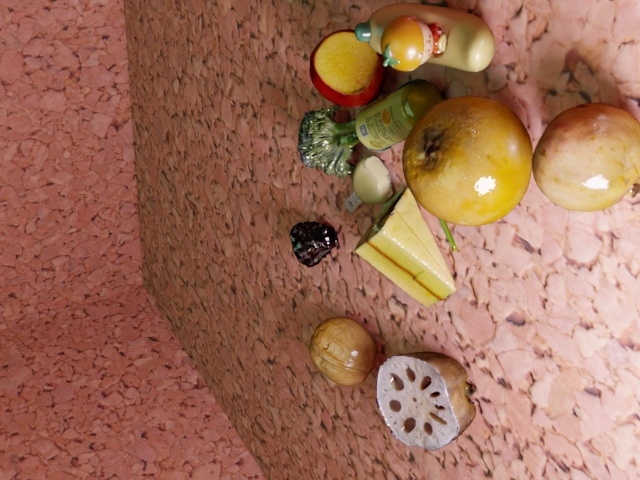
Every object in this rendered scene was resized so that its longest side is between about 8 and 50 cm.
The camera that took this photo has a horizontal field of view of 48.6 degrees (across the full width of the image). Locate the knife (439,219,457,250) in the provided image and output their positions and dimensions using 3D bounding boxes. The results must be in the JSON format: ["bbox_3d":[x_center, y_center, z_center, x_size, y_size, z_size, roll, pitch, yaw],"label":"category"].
[{"bbox_3d":[0.291,-0.061,1.713,0.022,0.026,0.184,0,-113,-79],"label":"knife"}]

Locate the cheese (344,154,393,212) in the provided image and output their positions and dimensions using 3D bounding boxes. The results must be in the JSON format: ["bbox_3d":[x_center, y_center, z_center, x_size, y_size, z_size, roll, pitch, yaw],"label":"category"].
[{"bbox_3d":[0.121,-0.134,1.933,0.127,0.050,0.255,53,155,6],"label":"cheese"}]

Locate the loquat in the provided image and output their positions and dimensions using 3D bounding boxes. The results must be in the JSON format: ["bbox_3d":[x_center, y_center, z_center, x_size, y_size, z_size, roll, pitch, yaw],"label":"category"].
[{"bbox_3d":[0.295,-0.158,1.417,0.263,0.263,0.263,36,135,47],"label":"loquat"}]

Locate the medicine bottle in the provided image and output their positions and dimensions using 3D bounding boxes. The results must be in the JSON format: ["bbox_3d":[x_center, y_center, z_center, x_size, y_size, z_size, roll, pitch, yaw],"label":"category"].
[{"bbox_3d":[0.189,-0.293,1.661,0.239,0.124,0.124,-17,91,59],"label":"medicine bottle"}]

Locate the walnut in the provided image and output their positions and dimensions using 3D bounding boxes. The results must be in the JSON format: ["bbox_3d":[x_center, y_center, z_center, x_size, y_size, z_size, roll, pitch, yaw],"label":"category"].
[{"bbox_3d":[0.067,0.337,2.161,0.225,0.193,0.193,45,142,39],"label":"walnut"}]

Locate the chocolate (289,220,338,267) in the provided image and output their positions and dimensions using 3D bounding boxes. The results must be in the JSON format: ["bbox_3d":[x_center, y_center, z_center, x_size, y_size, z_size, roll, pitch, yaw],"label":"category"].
[{"bbox_3d":[0.000,0.000,2.175,0.133,0.156,0.156,-18,90,34],"label":"chocolate"}]

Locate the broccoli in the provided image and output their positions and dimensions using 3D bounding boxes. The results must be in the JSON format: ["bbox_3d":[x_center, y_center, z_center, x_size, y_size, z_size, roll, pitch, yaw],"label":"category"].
[{"bbox_3d":[0.060,-0.250,1.898,0.275,0.177,0.198,14,121,38],"label":"broccoli"}]

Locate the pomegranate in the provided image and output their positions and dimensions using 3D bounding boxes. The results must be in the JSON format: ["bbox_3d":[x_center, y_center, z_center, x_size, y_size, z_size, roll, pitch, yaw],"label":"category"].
[{"bbox_3d":[0.461,-0.140,1.211,0.191,0.191,0.191,36,135,47],"label":"pomegranate"}]

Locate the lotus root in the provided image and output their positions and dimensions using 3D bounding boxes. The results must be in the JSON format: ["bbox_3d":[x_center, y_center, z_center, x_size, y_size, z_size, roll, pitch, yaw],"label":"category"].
[{"bbox_3d":[0.290,0.394,1.806,0.272,0.192,0.272,18,113,48],"label":"lotus root"}]

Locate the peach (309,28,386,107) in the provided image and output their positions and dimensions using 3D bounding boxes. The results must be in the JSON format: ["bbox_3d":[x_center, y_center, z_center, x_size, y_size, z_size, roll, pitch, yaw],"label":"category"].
[{"bbox_3d":[0.067,-0.417,1.730,0.192,0.190,0.190,-125,27,-66],"label":"peach"}]

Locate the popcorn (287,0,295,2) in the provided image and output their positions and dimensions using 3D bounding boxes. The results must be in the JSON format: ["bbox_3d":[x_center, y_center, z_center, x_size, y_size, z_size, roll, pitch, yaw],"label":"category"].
[{"bbox_3d":[-0.068,-0.699,1.905,0.089,0.109,0.097,38,-174,-1],"label":"popcorn"}]

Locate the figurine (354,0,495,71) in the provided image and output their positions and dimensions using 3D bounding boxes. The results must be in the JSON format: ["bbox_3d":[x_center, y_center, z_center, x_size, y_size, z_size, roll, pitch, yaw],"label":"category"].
[{"bbox_3d":[0.211,-0.412,1.447,0.324,0.222,0.124,36,133,48],"label":"figurine"}]

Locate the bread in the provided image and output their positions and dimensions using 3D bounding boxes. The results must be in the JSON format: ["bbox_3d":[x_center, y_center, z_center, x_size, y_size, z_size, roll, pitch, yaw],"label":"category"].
[{"bbox_3d":[0.243,0.021,1.825,0.264,0.163,0.167,39,148,-5],"label":"bread"}]
